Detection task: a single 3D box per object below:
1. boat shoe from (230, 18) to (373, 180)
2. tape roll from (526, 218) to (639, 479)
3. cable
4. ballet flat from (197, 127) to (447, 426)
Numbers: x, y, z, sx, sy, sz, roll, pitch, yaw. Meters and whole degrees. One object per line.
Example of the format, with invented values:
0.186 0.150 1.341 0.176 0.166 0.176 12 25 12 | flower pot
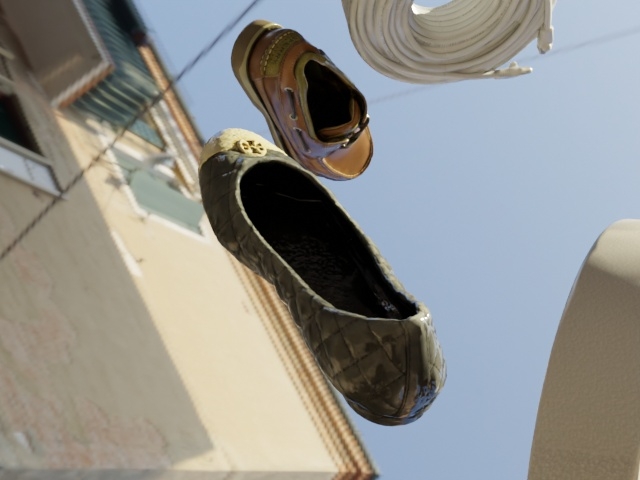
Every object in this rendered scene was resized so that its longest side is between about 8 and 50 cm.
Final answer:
0.002 -0.145 1.342 0.104 0.307 0.111 26 -98 33 | boat shoe
0.241 0.179 0.820 0.072 0.392 0.392 5 -99 28 | tape roll
0.150 -0.289 1.263 0.257 0.257 0.089 -9 -128 -11 | cable
0.000 0.000 0.427 0.173 0.057 0.049 51 -38 44 | ballet flat
